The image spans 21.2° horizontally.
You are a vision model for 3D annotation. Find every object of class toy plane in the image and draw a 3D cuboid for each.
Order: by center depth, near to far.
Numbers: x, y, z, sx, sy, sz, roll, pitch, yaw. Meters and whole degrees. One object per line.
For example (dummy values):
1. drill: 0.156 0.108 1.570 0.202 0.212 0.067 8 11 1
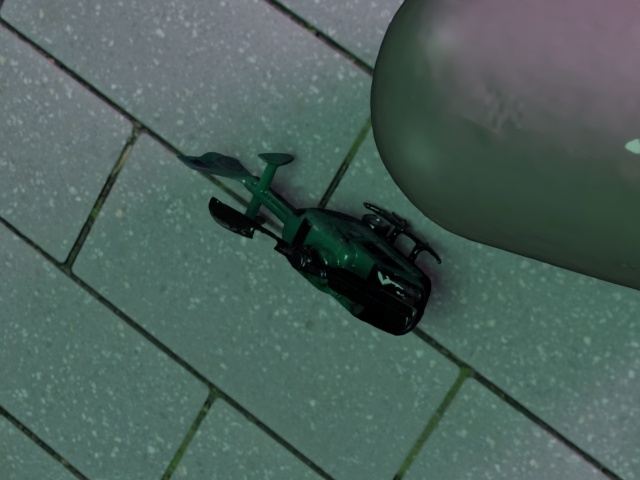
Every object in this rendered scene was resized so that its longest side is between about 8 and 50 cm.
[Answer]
1. toy plane: 0.000 0.000 1.907 0.382 0.155 0.106 42 116 32

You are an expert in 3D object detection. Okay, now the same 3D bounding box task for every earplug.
1. earplug: 0.246 -0.124 1.669 0.394 0.313 0.312 14 105 24
